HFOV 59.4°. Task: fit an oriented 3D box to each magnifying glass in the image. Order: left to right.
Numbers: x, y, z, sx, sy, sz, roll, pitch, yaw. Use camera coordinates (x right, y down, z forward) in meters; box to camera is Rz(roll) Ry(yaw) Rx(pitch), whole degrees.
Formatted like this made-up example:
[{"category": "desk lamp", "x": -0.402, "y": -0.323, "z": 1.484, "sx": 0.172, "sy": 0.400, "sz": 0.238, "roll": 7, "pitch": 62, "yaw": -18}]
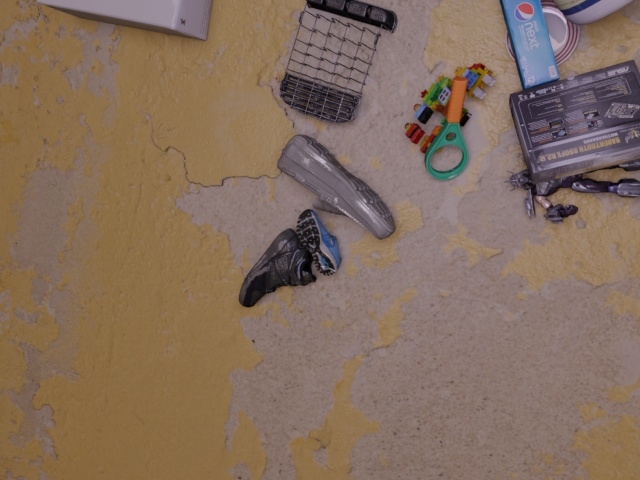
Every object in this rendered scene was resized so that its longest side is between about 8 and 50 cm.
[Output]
[{"category": "magnifying glass", "x": 0.270, "y": -0.224, "z": 1.158, "sx": 0.092, "sy": 0.026, "sz": 0.231, "roll": -2, "pitch": 129, "yaw": -3}]

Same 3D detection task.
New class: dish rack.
[{"category": "dish rack", "x": 0.029, "y": -0.404, "z": 1.247, "sx": 0.208, "sy": 0.074, "sz": 0.271, "roll": 22, "pitch": 105, "yaw": 14}]

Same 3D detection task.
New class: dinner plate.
[{"category": "dinner plate", "x": 0.450, "y": -0.418, "z": 1.143, "sx": 0.141, "sy": 0.017, "sz": 0.141, "roll": 2, "pitch": 98, "yaw": 16}]

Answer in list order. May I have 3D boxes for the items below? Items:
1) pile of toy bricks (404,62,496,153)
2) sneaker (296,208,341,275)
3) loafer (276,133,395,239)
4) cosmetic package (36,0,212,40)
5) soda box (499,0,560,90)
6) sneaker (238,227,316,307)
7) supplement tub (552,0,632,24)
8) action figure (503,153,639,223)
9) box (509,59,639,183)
[{"category": "pile of toy bricks", "x": 0.252, "y": -0.295, "z": 1.188, "sx": 0.212, "sy": 0.118, "sz": 0.105, "roll": -55, "pitch": 42, "yaw": 26}, {"category": "sneaker", "x": 0.000, "y": 0.000, "z": 1.309, "sx": 0.063, "sy": 0.073, "sz": 0.162, "roll": -16, "pitch": 104, "yaw": 35}, {"category": "loafer", "x": 0.033, "y": -0.107, "z": 1.270, "sx": 0.319, "sy": 0.112, "sz": 0.111, "roll": 44, "pitch": 112, "yaw": 15}, {"category": "cosmetic package", "x": -0.451, "y": -0.618, "z": 1.320, "sx": 0.385, "sy": 0.156, "sz": 0.217, "roll": 17, "pitch": 102, "yaw": 13}, {"category": "soda box", "x": 0.411, "y": -0.407, "z": 1.111, "sx": 0.067, "sy": 0.071, "sz": 0.210, "roll": -14, "pitch": 93, "yaw": 18}, {"category": "sneaker", "x": -0.098, "y": 0.095, "z": 1.343, "sx": 0.130, "sy": 0.087, "sz": 0.227, "roll": 42, "pitch": 102, "yaw": 14}, {"category": "supplement tub", "x": 0.447, "y": -0.571, "z": 0.968, "sx": 0.235, "sy": 0.235, "sz": 0.325, "roll": -42, "pitch": 104, "yaw": 18}, {"category": "action figure", "x": 0.516, "y": -0.131, "z": 1.123, "sx": 0.285, "sy": 0.099, "sz": 0.185, "roll": -2, "pitch": 102, "yaw": 20}, {"category": "box", "x": 0.495, "y": -0.222, "z": 1.059, "sx": 0.231, "sy": 0.056, "sz": 0.183, "roll": -14, "pitch": 67, "yaw": 14}]
